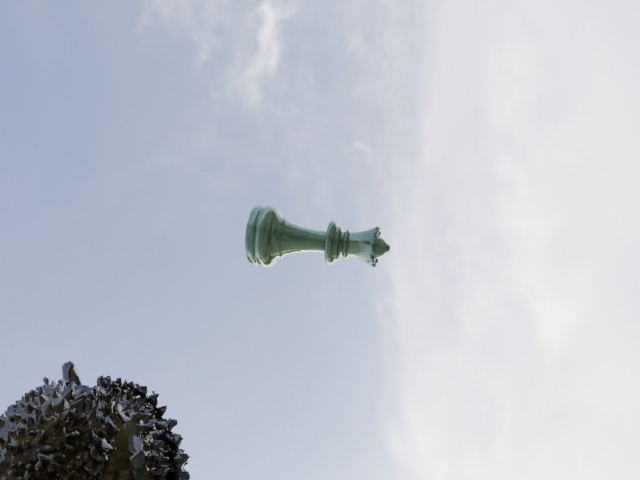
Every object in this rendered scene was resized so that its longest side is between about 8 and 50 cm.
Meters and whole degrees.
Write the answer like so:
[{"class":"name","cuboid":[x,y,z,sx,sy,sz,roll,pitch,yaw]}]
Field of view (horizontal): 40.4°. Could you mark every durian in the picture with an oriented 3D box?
[{"class":"durian","cuboid":[-0.213,0.195,0.760,0.167,0.196,0.196,-27,-48,25]}]

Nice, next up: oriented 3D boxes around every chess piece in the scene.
[{"class":"chess piece","cuboid":[0.000,0.000,0.573,0.042,0.093,0.042,4,-90,-78]}]
